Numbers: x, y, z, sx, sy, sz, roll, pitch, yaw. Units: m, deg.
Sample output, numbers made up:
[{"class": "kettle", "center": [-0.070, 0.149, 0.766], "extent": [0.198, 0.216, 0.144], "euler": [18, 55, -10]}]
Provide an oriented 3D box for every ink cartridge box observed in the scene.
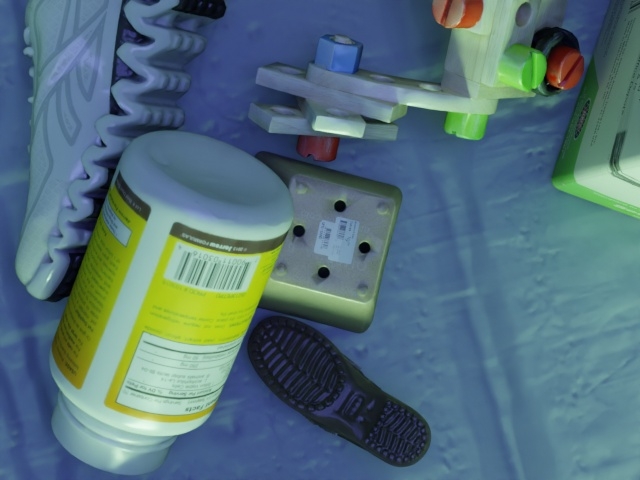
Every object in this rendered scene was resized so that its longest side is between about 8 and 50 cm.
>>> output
[{"class": "ink cartridge box", "center": [0.266, -0.117, 1.244], "extent": [0.114, 0.273, 0.198], "euler": [20, 86, -7]}]

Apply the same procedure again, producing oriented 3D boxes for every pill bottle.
[{"class": "pill bottle", "center": [-0.105, 0.045, 1.233], "extent": [0.117, 0.117, 0.215], "euler": [20, 115, -7]}]

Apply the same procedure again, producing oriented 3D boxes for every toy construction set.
[{"class": "toy construction set", "center": [0.087, -0.185, 1.249], "extent": [0.151, 0.215, 0.328], "euler": [42, 121, 32]}]

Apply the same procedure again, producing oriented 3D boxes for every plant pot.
[{"class": "plant pot", "center": [0.000, 0.000, 1.290], "extent": [0.109, 0.096, 0.109], "euler": [15, 86, -7]}]

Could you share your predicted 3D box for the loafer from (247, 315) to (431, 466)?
[{"class": "loafer", "center": [0.011, 0.109, 1.314], "extent": [0.148, 0.050, 0.056], "euler": [39, 80, 10]}]

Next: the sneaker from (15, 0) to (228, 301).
[{"class": "sneaker", "center": [-0.152, -0.103, 1.278], "extent": [0.118, 0.110, 0.292], "euler": [20, 92, 18]}]
